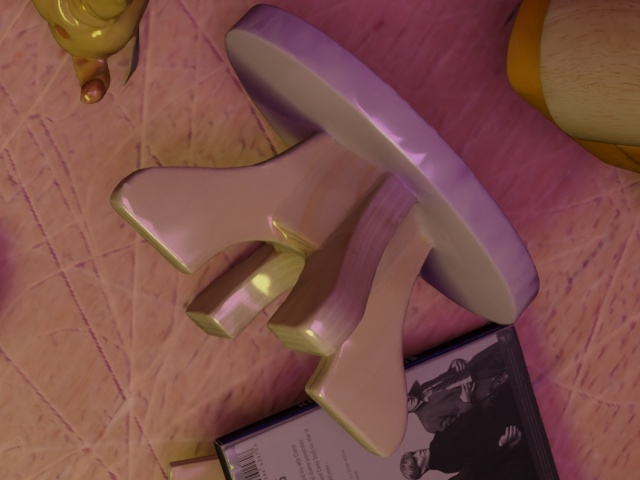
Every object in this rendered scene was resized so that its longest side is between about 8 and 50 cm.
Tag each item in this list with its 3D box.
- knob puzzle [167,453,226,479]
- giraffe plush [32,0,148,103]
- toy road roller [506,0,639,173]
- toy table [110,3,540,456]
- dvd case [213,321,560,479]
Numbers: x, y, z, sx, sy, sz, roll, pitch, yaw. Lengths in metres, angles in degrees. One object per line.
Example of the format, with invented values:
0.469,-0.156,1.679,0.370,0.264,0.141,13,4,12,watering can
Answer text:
-0.026,0.238,1.141,0.213,0.030,0.213,-5,105,-20,knob puzzle
-0.184,-0.207,0.999,0.170,0.181,0.210,22,131,-1,giraffe plush
0.296,-0.141,0.998,0.329,0.202,0.241,24,80,-48,toy road roller
0.000,0.000,1.017,0.274,0.252,0.161,42,75,-4,toy table
0.059,0.182,1.120,0.238,0.029,0.179,-21,101,-17,dvd case
